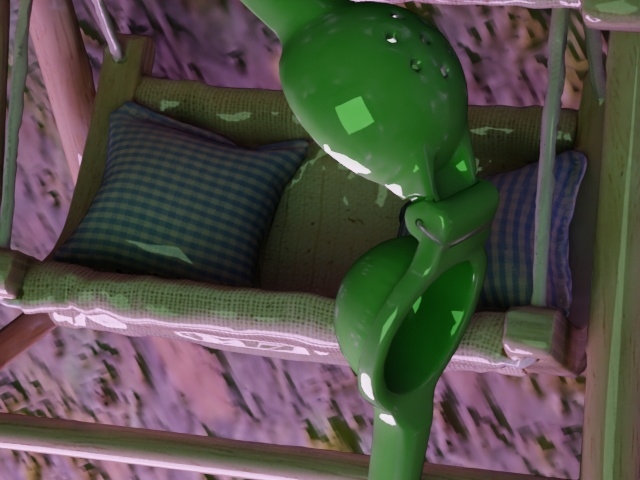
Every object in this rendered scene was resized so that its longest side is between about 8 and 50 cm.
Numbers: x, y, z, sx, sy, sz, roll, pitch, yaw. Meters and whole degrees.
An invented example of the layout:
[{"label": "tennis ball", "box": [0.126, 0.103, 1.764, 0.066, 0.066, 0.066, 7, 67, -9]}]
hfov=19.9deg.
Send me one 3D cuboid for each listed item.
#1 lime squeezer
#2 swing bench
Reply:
[{"label": "lime squeezer", "box": [0.000, 0.000, 0.534, 0.110, 0.059, 0.310, -12, 102, 22]}, {"label": "swing bench", "box": [0.000, -0.052, 0.635, 0.253, 0.165, 0.254, 4, 112, 19]}]
